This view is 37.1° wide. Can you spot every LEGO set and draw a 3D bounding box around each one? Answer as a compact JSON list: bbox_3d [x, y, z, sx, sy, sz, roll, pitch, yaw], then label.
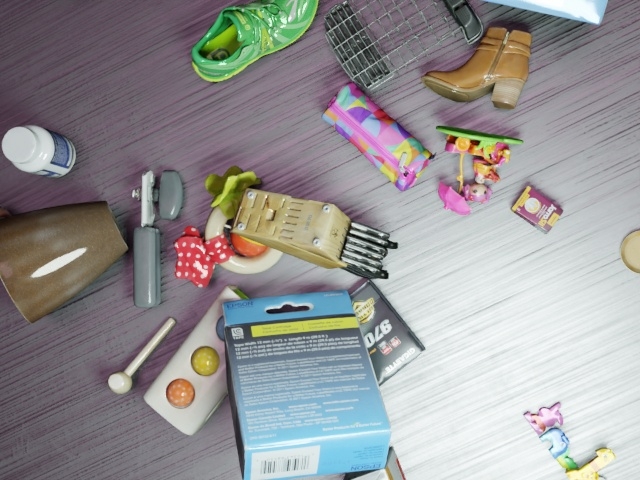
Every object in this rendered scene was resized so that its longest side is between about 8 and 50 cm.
[{"bbox_3d":[0.485,0.395,1.764,0.093,0.087,0.227,-37,84,5],"label":"LEGO set"}]

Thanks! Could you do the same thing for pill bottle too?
[{"bbox_3d":[-0.562,-0.179,1.893,0.094,0.169,0.094,0,87,8],"label":"pill bottle"}]

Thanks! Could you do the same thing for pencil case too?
[{"bbox_3d":[0.111,-0.199,1.832,0.236,0.104,0.104,43,94,10],"label":"pencil case"}]

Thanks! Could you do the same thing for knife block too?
[{"bbox_3d":[0.000,0.000,1.807,0.276,0.242,0.088,11,76,26],"label":"knife block"}]

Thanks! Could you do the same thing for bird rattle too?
[{"bbox_3d":[-0.167,-0.013,1.859,0.207,0.143,0.253,23,94,-8],"label":"bird rattle"}]

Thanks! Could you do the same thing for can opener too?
[{"bbox_3d":[-0.332,-0.005,1.902,0.093,0.074,0.280,4,88,8],"label":"can opener"}]

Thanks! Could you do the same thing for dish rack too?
[{"bbox_3d":[0.151,-0.420,1.841,0.271,0.074,0.208,-32,72,9],"label":"dish rack"}]

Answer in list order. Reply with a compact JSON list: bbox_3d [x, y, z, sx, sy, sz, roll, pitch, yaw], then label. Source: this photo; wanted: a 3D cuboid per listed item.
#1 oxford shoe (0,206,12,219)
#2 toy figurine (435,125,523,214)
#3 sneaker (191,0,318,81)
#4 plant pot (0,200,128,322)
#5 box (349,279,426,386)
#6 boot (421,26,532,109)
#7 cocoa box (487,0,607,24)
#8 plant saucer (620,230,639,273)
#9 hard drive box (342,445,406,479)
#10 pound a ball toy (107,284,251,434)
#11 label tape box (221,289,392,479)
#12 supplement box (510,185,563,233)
[{"bbox_3d":[-0.818,0.013,1.941,0.397,0.140,0.146,-30,77,4],"label":"oxford shoe"},{"bbox_3d":[0.290,-0.127,1.818,0.173,0.130,0.159,6,103,-16],"label":"toy figurine"},{"bbox_3d":[-0.126,-0.416,1.865,0.295,0.123,0.109,-37,83,4],"label":"sneaker"},{"bbox_3d":[-0.505,0.018,1.877,0.230,0.215,0.215,-25,84,-8],"label":"plant pot"},{"bbox_3d":[0.066,0.210,1.848,0.220,0.051,0.175,-38,83,4],"label":"box"},{"bbox_3d":[0.304,-0.342,1.836,0.197,0.073,0.152,14,82,10],"label":"boot"},{"bbox_3d":[0.429,-0.587,1.680,0.231,0.228,0.347,14,116,8],"label":"cocoa box"},{"bbox_3d":[0.607,0.023,1.797,0.083,0.015,0.083,0,88,7],"label":"plant saucer"},{"bbox_3d":[0.117,0.491,1.738,0.089,0.232,0.181,-22,86,6],"label":"hard drive box"},{"bbox_3d":[-0.256,0.225,1.851,0.208,0.136,0.319,39,93,8],"label":"pound a ball toy"},{"bbox_3d":[-0.037,0.250,1.699,0.249,0.347,0.115,-5,130,-11],"label":"label tape box"},{"bbox_3d":[0.412,-0.057,1.814,0.083,0.043,0.055,35,91,7],"label":"supplement box"}]
